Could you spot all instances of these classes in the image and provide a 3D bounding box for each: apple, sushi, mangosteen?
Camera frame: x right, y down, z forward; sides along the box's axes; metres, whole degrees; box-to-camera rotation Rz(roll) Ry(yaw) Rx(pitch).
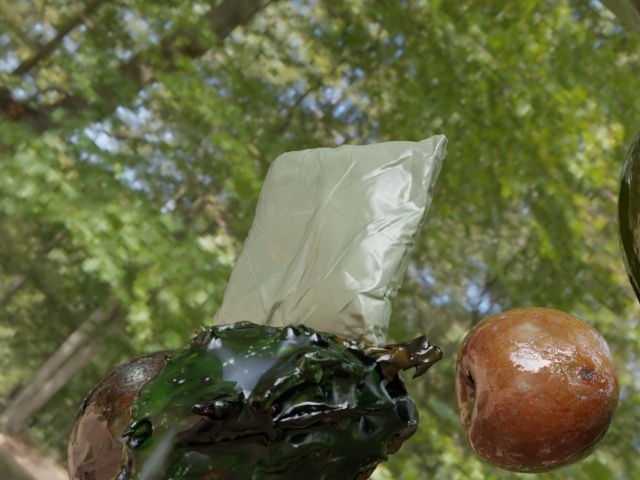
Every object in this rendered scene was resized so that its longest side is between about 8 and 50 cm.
[{"bbox_3d":[0.310,0.208,1.718,0.253,0.253,0.253,39,-15,13],"label":"apple"},{"bbox_3d":[-0.061,0.129,0.813,0.149,0.287,0.140,67,-22,0],"label":"sushi"},{"bbox_3d":[-0.127,0.195,1.014,0.216,0.216,0.216,39,-15,13],"label":"mangosteen"}]

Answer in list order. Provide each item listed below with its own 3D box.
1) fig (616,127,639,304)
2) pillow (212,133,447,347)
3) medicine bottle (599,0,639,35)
[{"bbox_3d":[0.335,0.010,0.710,0.316,0.316,0.316,39,-15,13],"label":"fig"},{"bbox_3d":[0.001,-0.001,1.438,0.281,0.274,0.076,-2,-32,44],"label":"pillow"},{"bbox_3d":[0.178,-0.285,0.858,0.282,0.123,0.375,50,12,30],"label":"medicine bottle"}]
